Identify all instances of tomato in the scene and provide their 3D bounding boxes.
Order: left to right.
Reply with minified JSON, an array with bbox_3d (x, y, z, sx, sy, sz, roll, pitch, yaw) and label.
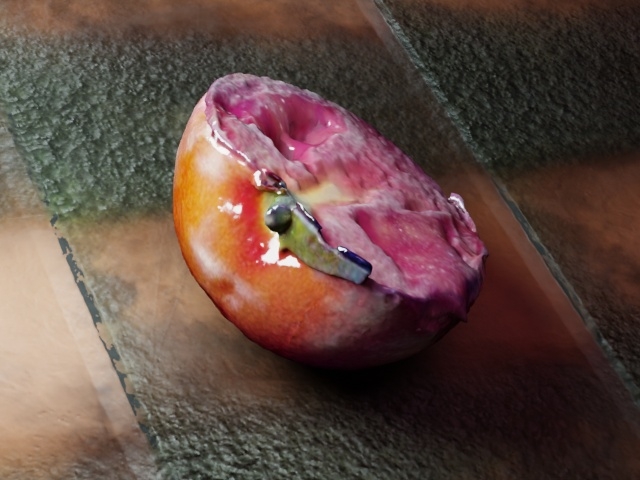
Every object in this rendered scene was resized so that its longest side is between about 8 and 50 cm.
[{"bbox_3d":[0.001,0.006,1.691,0.335,0.176,0.289,43,28,21],"label":"tomato"}]
